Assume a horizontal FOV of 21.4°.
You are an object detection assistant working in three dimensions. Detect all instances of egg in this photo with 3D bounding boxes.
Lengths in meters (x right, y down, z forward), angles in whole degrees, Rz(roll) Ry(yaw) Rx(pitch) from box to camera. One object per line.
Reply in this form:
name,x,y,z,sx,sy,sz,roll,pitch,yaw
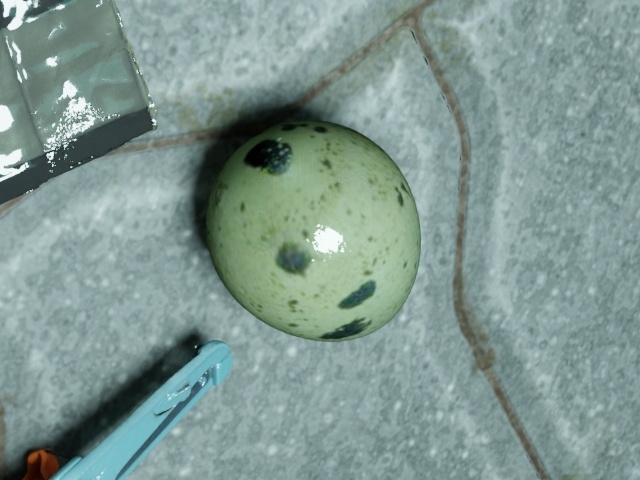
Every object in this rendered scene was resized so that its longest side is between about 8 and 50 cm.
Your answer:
egg,0.000,0.000,1.432,0.177,0.177,0.228,-45,140,-11

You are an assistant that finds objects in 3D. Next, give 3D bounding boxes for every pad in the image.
pad,-0.249,-0.115,1.321,0.233,0.022,0.174,-28,121,-20

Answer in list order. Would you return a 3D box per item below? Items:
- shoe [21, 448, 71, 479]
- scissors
shoe,-0.259,0.262,1.431,0.077,0.074,0.194,41,79,-32
scissors,-0.202,0.220,1.379,0.393,0.032,0.180,-44,138,-26
